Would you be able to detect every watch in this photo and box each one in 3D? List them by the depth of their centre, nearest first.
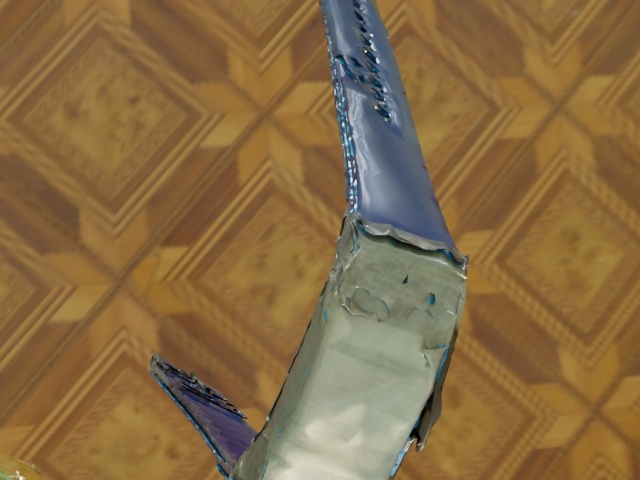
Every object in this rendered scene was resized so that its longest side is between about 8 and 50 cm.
[{"bbox_3d":[0.005,-0.010,0.807,0.068,0.274,0.276,18,96,-17],"label":"watch"}]

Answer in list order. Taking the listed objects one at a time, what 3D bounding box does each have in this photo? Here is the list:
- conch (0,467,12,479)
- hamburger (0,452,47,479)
[{"bbox_3d":[-0.139,0.093,0.521,0.089,0.074,0.121,14,60,-14],"label":"conch"},{"bbox_3d":[-0.182,0.239,0.828,0.245,0.155,0.282,-34,50,-28],"label":"hamburger"}]
